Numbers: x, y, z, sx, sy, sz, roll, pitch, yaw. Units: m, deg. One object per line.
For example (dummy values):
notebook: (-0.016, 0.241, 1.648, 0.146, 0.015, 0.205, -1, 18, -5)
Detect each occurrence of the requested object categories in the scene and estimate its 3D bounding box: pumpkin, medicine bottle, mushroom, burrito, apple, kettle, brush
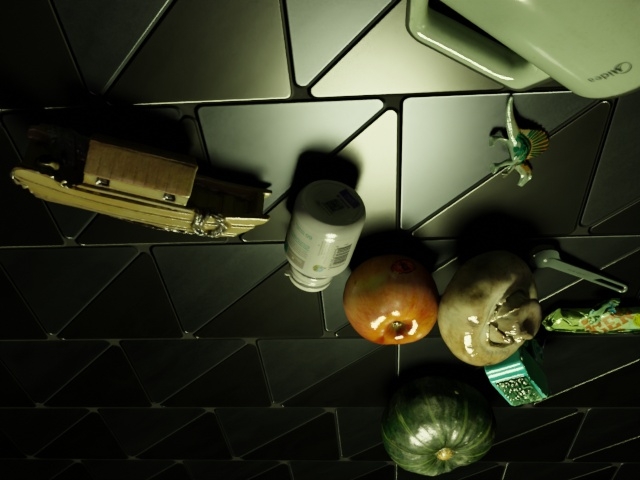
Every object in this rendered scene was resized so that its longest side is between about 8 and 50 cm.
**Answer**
pumpkin: (0.308, 0.482, 1.731, 0.300, 0.207, 0.300, -3, 125, -4)
medicine bottle: (0.000, 0.000, 1.269, 0.135, 0.135, 0.215, 10, 137, -8)
mushroom: (0.351, 0.140, 1.334, 0.184, 0.255, 0.255, 7, 149, 44)
burrito: (0.646, 0.166, 1.469, 0.288, 0.054, 0.104, -2, 137, 6)
apple: (0.148, 0.126, 1.377, 0.209, 0.164, 0.209, 0, 138, 0)
kettle: (0.245, -0.341, 0.837, 0.376, 0.250, 0.361, 26, 153, -26)
brush: (0.548, 0.064, 1.392, 0.266, 0.027, 0.062, 19, 136, -22)

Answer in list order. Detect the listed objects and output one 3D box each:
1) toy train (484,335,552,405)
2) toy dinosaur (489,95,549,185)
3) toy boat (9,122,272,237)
toy train: (0.454, 0.288, 1.536, 0.112, 0.163, 0.203, -25, 130, 29)
toy dinosaur: (0.349, -0.167, 1.142, 0.106, 0.044, 0.187, -3, 126, -13)
toy boat: (-0.305, -0.110, 1.185, 0.445, 0.136, 0.162, 15, 141, -19)
